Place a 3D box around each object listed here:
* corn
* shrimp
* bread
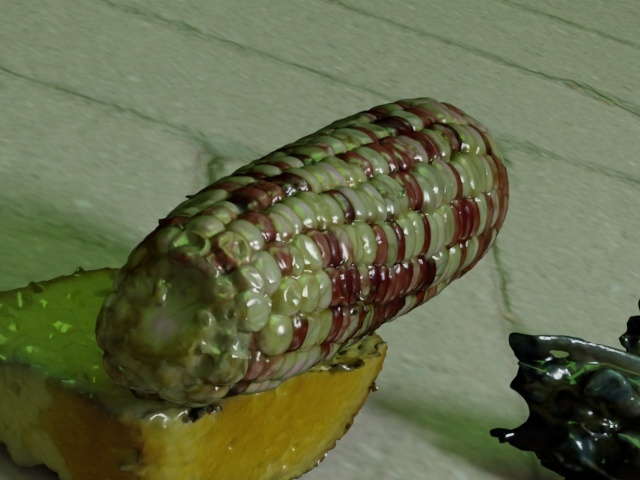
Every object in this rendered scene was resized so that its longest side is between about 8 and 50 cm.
[{"bbox_3d":[0.000,0.000,0.737,0.086,0.086,0.253,30,24,18],"label":"corn"},{"bbox_3d":[0.200,0.086,0.906,0.289,0.075,0.178,15,16,-13],"label":"shrimp"},{"bbox_3d":[-0.059,0.053,0.754,0.103,0.065,0.187,36,25,27],"label":"bread"}]
